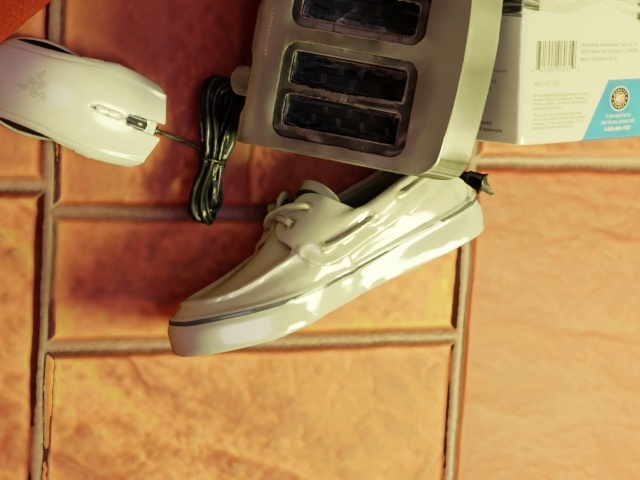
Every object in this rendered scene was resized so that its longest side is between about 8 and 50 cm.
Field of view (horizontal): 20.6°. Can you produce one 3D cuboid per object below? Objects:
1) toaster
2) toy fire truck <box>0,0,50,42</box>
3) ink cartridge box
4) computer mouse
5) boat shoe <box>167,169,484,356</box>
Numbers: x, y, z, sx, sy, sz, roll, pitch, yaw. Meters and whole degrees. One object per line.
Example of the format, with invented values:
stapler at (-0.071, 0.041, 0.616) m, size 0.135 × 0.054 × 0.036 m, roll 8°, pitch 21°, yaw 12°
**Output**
toaster at (0.039, -0.129, 1.215) m, size 0.186 × 0.110 × 0.168 m, roll 12°, pitch 96°, yaw 15°
toy fire truck at (-0.296, -0.210, 1.078) m, size 0.302 × 0.169 × 0.254 m, roll 17°, pitch 115°, yaw -26°
ink cartridge box at (0.168, -0.177, 1.305) m, size 0.148 × 0.086 × 0.203 m, roll -6°, pitch 101°, yaw -42°
computer mouse at (-0.142, -0.084, 1.218) m, size 0.193 × 0.042 × 0.106 m, roll 17°, pitch 93°, yaw -27°
boat shoe at (0.000, 0.000, 1.272) m, size 0.267 × 0.096 × 0.088 m, roll -24°, pitch 103°, yaw -21°
